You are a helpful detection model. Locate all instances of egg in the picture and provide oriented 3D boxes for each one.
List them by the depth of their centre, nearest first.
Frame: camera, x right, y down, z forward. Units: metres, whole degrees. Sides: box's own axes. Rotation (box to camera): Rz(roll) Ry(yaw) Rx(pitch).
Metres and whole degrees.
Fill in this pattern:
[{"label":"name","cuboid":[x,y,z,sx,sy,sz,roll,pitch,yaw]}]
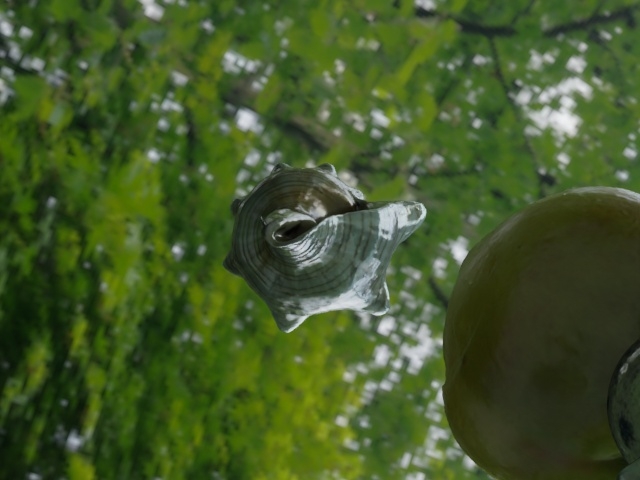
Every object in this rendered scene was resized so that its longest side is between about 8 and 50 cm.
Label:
[{"label":"egg","cuboid":[0.298,0.135,1.176,0.141,0.141,0.181,-59,-166,7]}]

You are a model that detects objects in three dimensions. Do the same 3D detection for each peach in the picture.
[{"label":"peach","cuboid":[0.274,0.099,1.426,0.315,0.314,0.281,-113,-155,-51]}]

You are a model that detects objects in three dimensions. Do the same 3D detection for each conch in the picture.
[{"label":"conch","cuboid":[0.005,0.009,1.075,0.234,0.137,0.114,-140,-137,-71]}]

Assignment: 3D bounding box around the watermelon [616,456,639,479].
[{"label":"watermelon","cuboid":[0.365,0.271,0.992,0.292,0.283,0.250,-129,-155,-49]}]
